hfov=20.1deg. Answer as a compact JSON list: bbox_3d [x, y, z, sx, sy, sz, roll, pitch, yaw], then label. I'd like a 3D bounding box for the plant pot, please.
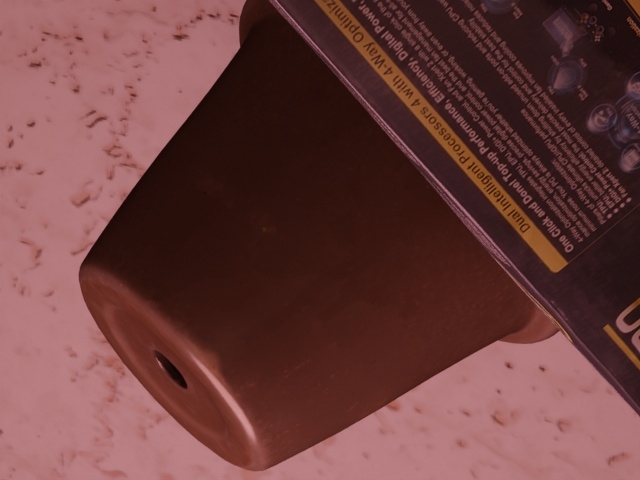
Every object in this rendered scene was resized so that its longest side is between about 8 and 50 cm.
[{"bbox_3d":[0.000,0.000,0.993,0.263,0.229,0.263,41,160,19],"label":"plant pot"}]

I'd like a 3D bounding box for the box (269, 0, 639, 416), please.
[{"bbox_3d":[0.179,-0.118,0.832,0.318,0.097,0.395,-43,118,2],"label":"box"}]
